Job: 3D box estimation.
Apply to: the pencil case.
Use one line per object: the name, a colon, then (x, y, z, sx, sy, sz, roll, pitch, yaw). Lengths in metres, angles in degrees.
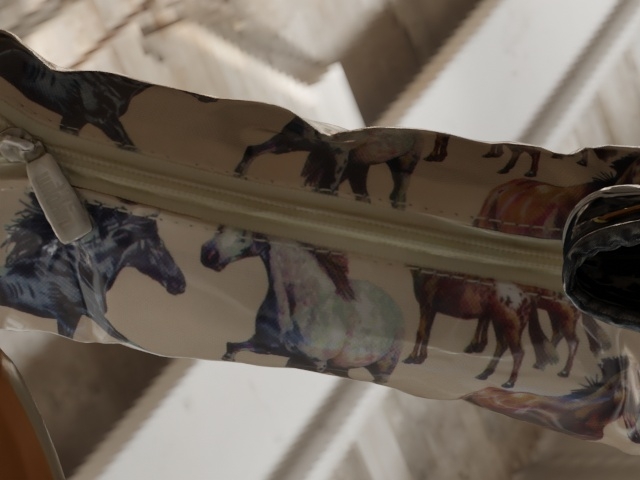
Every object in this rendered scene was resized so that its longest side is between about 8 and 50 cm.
pencil case: (0.000, 0.000, 0.968, 0.410, 0.160, 0.183, 10, -178, 3)

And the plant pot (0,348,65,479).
plant pot: (-0.177, 0.105, 0.548, 0.188, 0.205, 0.205, -20, -158, 6)

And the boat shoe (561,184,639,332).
boat shoe: (0.194, 0.011, 0.795, 0.183, 0.065, 0.083, -1, -164, 12)
